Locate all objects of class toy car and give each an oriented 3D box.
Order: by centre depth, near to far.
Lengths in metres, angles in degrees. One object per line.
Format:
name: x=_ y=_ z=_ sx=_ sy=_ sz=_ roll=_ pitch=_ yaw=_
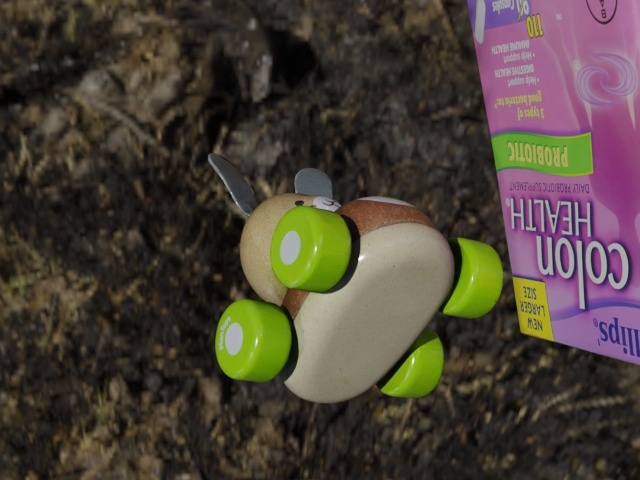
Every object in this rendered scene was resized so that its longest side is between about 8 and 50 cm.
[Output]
toy car: x=0.000 y=0.000 z=0.972 sx=0.155 sy=0.149 sz=0.188 roll=11 pitch=34 yaw=-36

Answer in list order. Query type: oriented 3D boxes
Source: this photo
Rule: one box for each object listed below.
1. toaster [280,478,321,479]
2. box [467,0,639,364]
toaster: x=-0.076 y=0.236 z=0.903 sx=0.186 sy=0.110 sz=0.168 roll=-3 pitch=84 yaw=4
box: x=0.195 y=-0.060 z=0.861 sx=0.117 sy=0.213 sz=0.243 roll=-13 pitch=97 yaw=-16
